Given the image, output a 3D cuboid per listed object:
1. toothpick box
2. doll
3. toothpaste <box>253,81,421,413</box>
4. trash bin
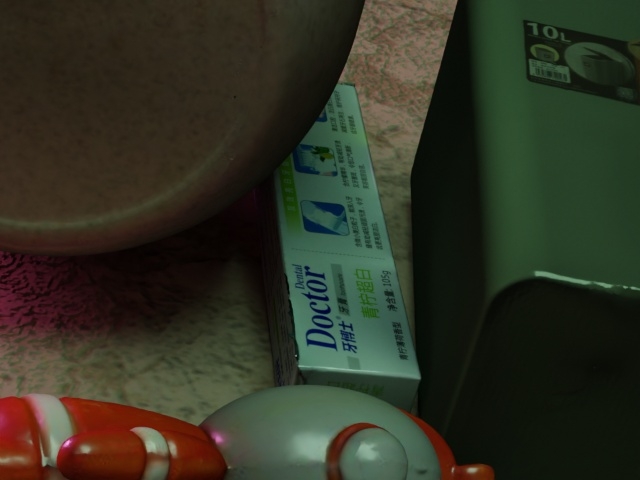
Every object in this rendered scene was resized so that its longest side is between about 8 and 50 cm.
[{"bbox_3d":[-0.161,-0.223,1.010,0.409,0.408,0.425,7,31,-9],"label":"toothpick box"},{"bbox_3d":[-0.063,0.129,0.783,0.337,0.200,0.105,1,74,-22],"label":"doll"},{"bbox_3d":[0.000,0.000,1.047,0.081,0.067,0.336,6,37,-12],"label":"toothpaste"},{"bbox_3d":[0.154,-0.002,0.970,0.158,0.223,0.343,10,37,-5],"label":"trash bin"}]
